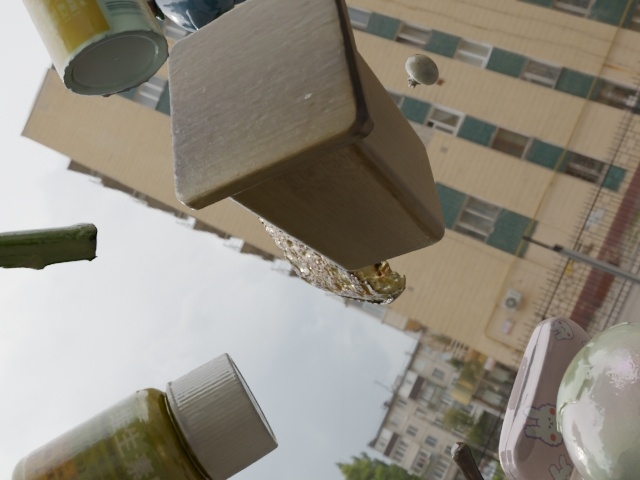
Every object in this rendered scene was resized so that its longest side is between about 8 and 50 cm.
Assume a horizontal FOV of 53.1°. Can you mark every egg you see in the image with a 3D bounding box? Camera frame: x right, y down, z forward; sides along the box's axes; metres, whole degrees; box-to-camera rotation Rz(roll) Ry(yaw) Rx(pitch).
[{"bbox_3d":[0.357,0.197,0.708,0.217,0.183,0.183,-51,-24,-46],"label":"egg"}]

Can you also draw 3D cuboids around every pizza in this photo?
[{"bbox_3d":[0.000,0.000,1.524,0.130,0.406,0.440,-52,18,-17],"label":"pizza"}]

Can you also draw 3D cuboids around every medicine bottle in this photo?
[{"bbox_3d":[-0.162,-0.189,0.364,0.074,0.218,0.074,-28,-8,-4],"label":"medicine bottle"},{"bbox_3d":[-0.280,0.363,1.064,0.385,0.224,0.224,-29,-30,-10],"label":"medicine bottle"}]

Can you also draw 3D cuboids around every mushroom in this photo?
[{"bbox_3d":[0.228,-0.387,1.485,0.079,0.085,0.085,-43,0,43],"label":"mushroom"}]

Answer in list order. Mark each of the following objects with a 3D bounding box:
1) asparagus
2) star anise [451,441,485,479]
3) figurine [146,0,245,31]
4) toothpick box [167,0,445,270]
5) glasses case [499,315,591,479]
[{"bbox_3d":[-0.327,0.010,0.669,0.179,0.041,0.045,-7,-63,-29],"label":"asparagus"},{"bbox_3d":[0.178,0.237,0.445,0.073,0.178,0.233,-135,40,-74],"label":"star anise"},{"bbox_3d":[-0.195,-0.359,0.862,0.178,0.145,0.114,54,-133,-23],"label":"figurine"},{"bbox_3d":[0.010,-0.093,0.682,0.308,0.190,0.187,34,-140,-56],"label":"toothpick box"},{"bbox_3d":[0.359,0.251,0.999,0.075,0.113,0.296,-37,19,54],"label":"glasses case"}]
